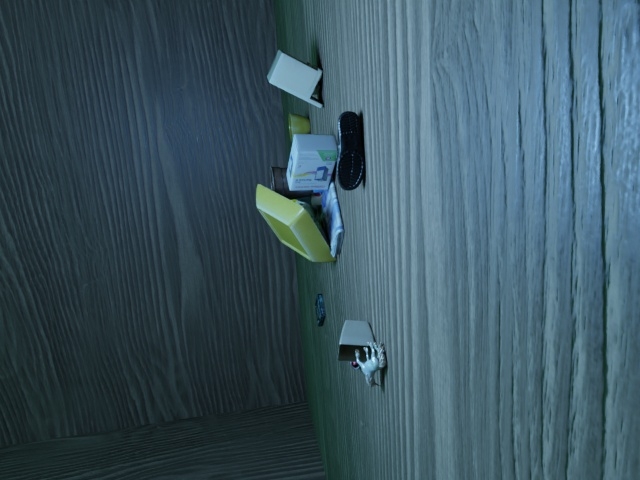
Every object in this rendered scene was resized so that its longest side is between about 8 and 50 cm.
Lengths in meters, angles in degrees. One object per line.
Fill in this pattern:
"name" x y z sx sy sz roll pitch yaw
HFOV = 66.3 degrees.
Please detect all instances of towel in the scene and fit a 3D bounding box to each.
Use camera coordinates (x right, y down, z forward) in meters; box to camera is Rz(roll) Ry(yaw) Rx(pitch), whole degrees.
"towel" 0.045 -0.101 1.913 0.209 0.034 0.285 100 163 -61

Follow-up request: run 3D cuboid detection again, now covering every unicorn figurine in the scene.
"unicorn figurine" 0.146 0.357 1.409 0.162 0.060 0.111 109 147 -62

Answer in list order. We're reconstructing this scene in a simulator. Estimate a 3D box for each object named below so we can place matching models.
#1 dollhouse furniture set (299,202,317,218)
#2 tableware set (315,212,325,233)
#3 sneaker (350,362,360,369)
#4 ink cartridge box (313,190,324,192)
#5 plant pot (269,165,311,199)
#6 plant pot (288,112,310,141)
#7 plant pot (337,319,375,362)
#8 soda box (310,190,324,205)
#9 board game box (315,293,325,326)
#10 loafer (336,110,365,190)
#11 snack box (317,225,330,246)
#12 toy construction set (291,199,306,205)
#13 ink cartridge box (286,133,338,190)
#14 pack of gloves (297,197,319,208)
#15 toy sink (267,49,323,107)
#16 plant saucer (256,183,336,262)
"dollhouse furniture set" -0.070 -0.082 2.378 0.129 0.129 0.184 -80 -29 -71
"tableware set" -0.009 -0.057 2.306 0.194 0.039 0.129 150 114 -82
"sneaker" 0.117 0.396 1.727 0.067 0.042 0.119 -125 23 -82
"ink cartridge box" -0.002 -0.294 2.000 0.181 0.061 0.105 94 168 -56
"plant pot" -0.127 -0.245 2.104 0.167 0.165 0.167 173 90 -82
"plant pot" -0.100 -0.555 2.388 0.134 0.095 0.135 174 90 -83
"plant pot" 0.110 0.307 1.516 0.109 0.108 0.096 93 180 -50
"soda box" -0.018 -0.247 2.148 0.058 0.061 0.182 -126 30 -75
"board game box" -0.003 0.377 2.639 0.186 0.026 0.126 101 161 -64
"loafer" 0.086 -0.253 1.390 0.078 0.080 0.220 -87 -1 -76
"snack box" 0.000 0.000 2.196 0.141 0.037 0.100 125 122 -76
"toy construction set" -0.112 -0.184 2.554 0.215 0.151 0.328 -34 67 53
"ink cartridge box" -0.033 -0.285 1.808 0.212 0.154 0.093 110 154 -55
"pack of gloves" -0.094 -0.252 2.292 0.046 0.231 0.195 -49 37 29
"toy sink" -0.077 -0.642 1.933 0.131 0.234 0.153 -61 20 19
"plant saucer" -0.120 -0.050 2.007 0.332 0.081 0.333 30 159 44
